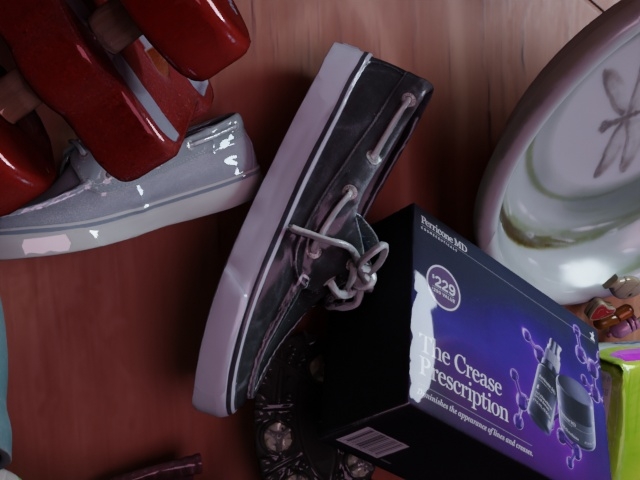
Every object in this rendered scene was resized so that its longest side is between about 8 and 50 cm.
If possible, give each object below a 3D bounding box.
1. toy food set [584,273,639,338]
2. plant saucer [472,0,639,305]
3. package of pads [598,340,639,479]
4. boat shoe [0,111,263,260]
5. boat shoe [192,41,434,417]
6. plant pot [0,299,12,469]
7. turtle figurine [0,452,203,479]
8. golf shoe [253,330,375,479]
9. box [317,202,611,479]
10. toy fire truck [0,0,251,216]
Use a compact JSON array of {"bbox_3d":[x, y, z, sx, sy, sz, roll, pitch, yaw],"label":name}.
[{"bbox_3d":[0.313,0.072,1.021,0.122,0.019,0.078,10,129,-41],"label":"toy food set"},{"bbox_3d":[0.297,-0.108,0.896,0.400,0.100,0.400,-18,143,-14],"label":"plant saucer"},{"bbox_3d":[0.331,0.252,1.044,0.229,0.101,0.296,1,98,-33],"label":"package of pads"},{"bbox_3d":[-0.146,-0.044,0.711,0.227,0.079,0.081,-19,102,-34],"label":"boat shoe"},{"bbox_3d":[0.000,0.001,0.766,0.105,0.113,0.306,22,74,6],"label":"boat shoe"},{"bbox_3d":[-0.304,0.013,0.519,0.293,0.293,0.196,13,66,-33],"label":"plant pot"},{"bbox_3d":[-0.168,0.267,0.680,0.266,0.198,0.274,30,80,-27],"label":"turtle figurine"},{"bbox_3d":[-0.005,0.215,0.834,0.105,0.120,0.272,-12,83,-23],"label":"golf shoe"},{"bbox_3d":[0.128,0.116,0.845,0.261,0.103,0.184,31,45,-33],"label":"box"},{"bbox_3d":[-0.170,-0.172,0.569,0.169,0.254,0.302,-33,108,9],"label":"toy fire truck"}]
